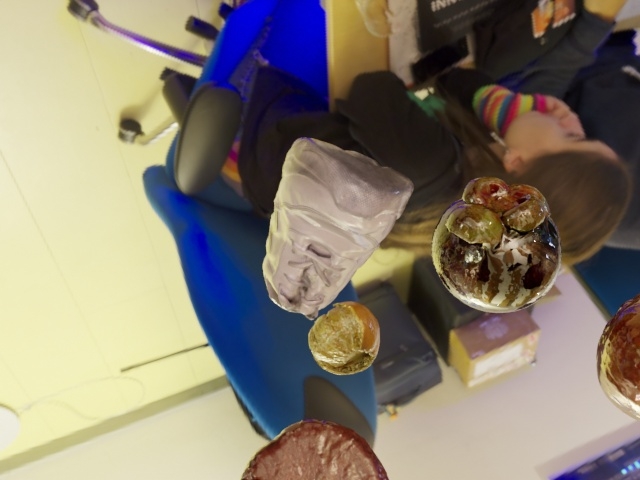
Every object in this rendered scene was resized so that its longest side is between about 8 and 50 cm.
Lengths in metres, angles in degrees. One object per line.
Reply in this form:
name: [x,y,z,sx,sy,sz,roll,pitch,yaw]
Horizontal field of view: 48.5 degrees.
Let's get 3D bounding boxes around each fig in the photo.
fig: [0.458,0.151,0.906,0.205,0.205,0.205,-18,140,-15]

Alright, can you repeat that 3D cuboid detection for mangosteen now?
mangosteen: [0.263,0.007,1.061,0.209,0.210,0.210,-18,140,-15]

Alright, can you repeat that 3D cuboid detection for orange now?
orange: [0.050,0.199,1.433,0.156,0.134,0.156,-30,151,-19]

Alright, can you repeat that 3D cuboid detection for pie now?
pie: [-0.008,0.244,0.673,0.154,0.154,0.036,-31,156,1]

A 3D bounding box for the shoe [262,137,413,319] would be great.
shoe: [0.000,0.000,0.578,0.095,0.245,0.138,17,88,-6]
